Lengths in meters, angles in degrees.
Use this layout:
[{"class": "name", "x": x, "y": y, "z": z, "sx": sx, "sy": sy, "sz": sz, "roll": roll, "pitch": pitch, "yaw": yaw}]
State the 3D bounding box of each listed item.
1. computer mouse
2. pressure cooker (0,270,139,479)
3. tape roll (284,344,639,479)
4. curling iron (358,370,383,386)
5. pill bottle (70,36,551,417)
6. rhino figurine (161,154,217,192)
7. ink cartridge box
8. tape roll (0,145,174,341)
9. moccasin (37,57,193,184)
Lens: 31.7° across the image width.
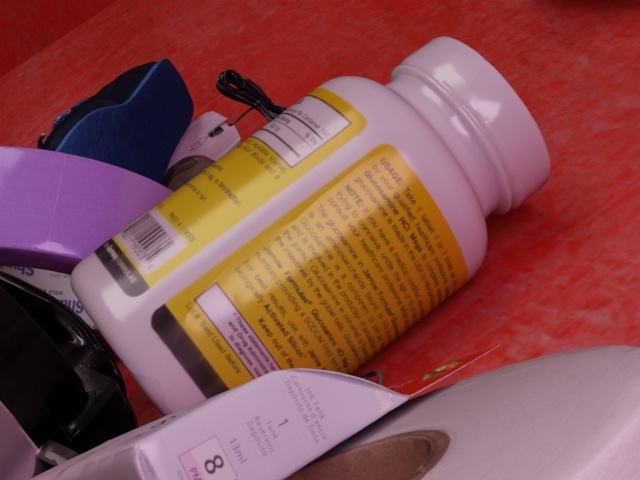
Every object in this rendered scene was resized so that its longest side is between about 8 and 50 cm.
[{"class": "computer mouse", "x": -0.134, "y": -0.119, "z": 1.362, "sx": 0.193, "sy": 0.106, "sz": 0.042, "roll": -45, "pitch": -8, "yaw": -10}, {"class": "pressure cooker", "x": -0.352, "y": 0.165, "z": 0.755, "sx": 0.375, "sy": 0.370, "sz": 0.420, "roll": -37, "pitch": 12, "yaw": 51}, {"class": "tape roll", "x": -0.026, "y": 0.156, "z": 0.462, "sx": 0.392, "sy": 0.072, "sz": 0.392, "roll": -26, "pitch": -2, "yaw": -1}, {"class": "curling iron", "x": -0.014, "y": 0.192, "z": 0.693, "sx": 0.068, "sy": 0.035, "sz": 0.274, "roll": -38, "pitch": 18, "yaw": 49}, {"class": "pill bottle", "x": 0.000, "y": 0.000, "z": 0.843, "sx": 0.334, "sy": 0.188, "sz": 0.188, "roll": -37, "pitch": 24, "yaw": -9}, {"class": "rhino figurine", "x": -0.133, "y": -0.024, "z": 1.196, "sx": 0.106, "sy": 0.073, "sz": 0.243, "roll": -36, "pitch": 25, "yaw": 3}, {"class": "ink cartridge box", "x": -0.043, "y": 0.102, "z": 0.622, "sx": 0.232, "sy": 0.066, "sz": 0.189, "roll": -29, "pitch": 0, "yaw": -40}, {"class": "tape roll", "x": -0.247, "y": 0.012, "z": 1.015, "sx": 0.275, "sy": 0.275, "sz": 0.090, "roll": -12, "pitch": 62, "yaw": 39}, {"class": "moccasin", "x": -0.239, "y": -0.089, "z": 1.238, "sx": 0.117, "sy": 0.137, "sz": 0.342, "roll": -17, "pitch": 18, "yaw": 22}]
